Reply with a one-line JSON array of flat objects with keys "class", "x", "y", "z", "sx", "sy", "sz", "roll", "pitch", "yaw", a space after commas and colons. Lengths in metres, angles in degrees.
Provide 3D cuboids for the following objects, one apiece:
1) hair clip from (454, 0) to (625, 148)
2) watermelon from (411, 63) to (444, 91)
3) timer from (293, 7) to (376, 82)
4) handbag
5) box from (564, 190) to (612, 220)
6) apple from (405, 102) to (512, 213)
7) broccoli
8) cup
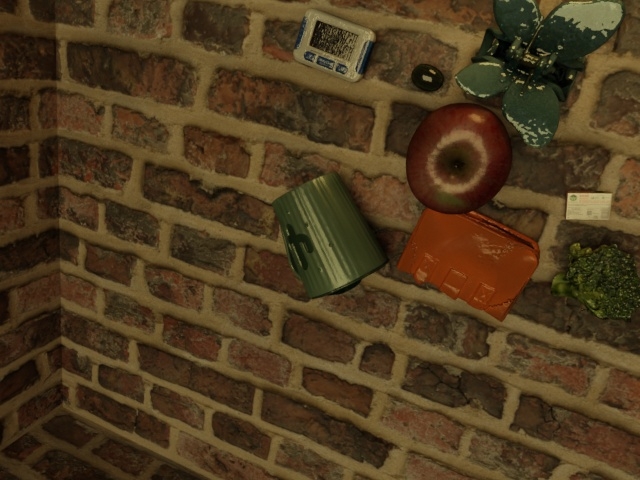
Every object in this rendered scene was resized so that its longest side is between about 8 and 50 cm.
[{"class": "hair clip", "x": 0.583, "y": -0.499, "z": 1.377, "sx": 0.318, "sy": 0.238, "sz": 0.392, "roll": 27, "pitch": 112, "yaw": 12}, {"class": "watermelon", "x": 0.344, "y": -0.520, "z": 1.559, "sx": 0.111, "sy": 0.078, "sz": 0.078, "roll": 28, "pitch": 114, "yaw": 11}, {"class": "timer", "x": 0.047, "y": -0.652, "z": 1.635, "sx": 0.253, "sy": 0.078, "sz": 0.178, "roll": 26, "pitch": 112, "yaw": 11}, {"class": "handbag", "x": 0.503, "y": 0.062, "z": 1.663, "sx": 0.410, "sy": 0.116, "sz": 0.303, "roll": 28, "pitch": 117, "yaw": 12}, {"class": "box", "x": 0.830, "y": -0.108, "z": 1.513, "sx": 0.125, "sy": 0.043, "sz": 0.089, "roll": 4, "pitch": 108, "yaw": 21}, {"class": "apple", "x": 0.424, "y": -0.252, "z": 1.503, "sx": 0.345, "sy": 0.269, "sz": 0.344, "roll": 7, "pitch": 112, "yaw": 17}, {"class": "broccoli", "x": 0.857, "y": 0.127, "z": 1.520, "sx": 0.246, "sy": 0.248, "sz": 0.288, "roll": 7, "pitch": 125, "yaw": 58}, {"class": "cup", "x": -0.007, "y": 0.004, "z": 1.744, "sx": 0.401, "sy": 0.310, "sz": 0.392, "roll": -26, "pitch": 90, "yaw": 24}]
